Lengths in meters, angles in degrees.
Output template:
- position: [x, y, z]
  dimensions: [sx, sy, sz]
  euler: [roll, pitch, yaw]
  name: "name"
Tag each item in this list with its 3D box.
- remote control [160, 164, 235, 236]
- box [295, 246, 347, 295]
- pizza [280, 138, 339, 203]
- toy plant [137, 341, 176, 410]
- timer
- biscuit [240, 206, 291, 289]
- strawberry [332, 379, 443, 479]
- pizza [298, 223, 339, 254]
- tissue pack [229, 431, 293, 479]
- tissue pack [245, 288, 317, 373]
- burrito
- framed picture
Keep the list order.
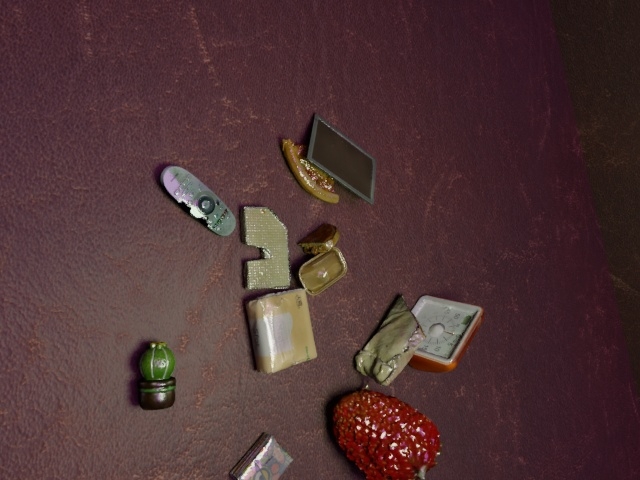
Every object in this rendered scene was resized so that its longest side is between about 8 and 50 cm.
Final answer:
- position: [-0.339, -0.106, 1.342]
  dimensions: [0.256, 0.045, 0.097]
  euler: [46, 63, -25]
  name: "remote control"
- position: [0.002, 0.095, 1.514]
  dimensions: [0.177, 0.111, 0.111]
  euler: [-33, 103, -33]
  name: "box"
- position: [-0.027, -0.227, 1.562]
  dimensions: [0.134, 0.056, 0.271]
  euler: [-41, 107, -31]
  name: "pizza"
- position: [-0.410, 0.337, 1.212]
  dimensions: [0.092, 0.092, 0.163]
  euler: [1, 81, -34]
  name: "toy plant"
- position: [0.423, 0.332, 1.683]
  dimensions: [0.257, 0.250, 0.161]
  euler: [-48, 111, -29]
  name: "timer"
- position: [-0.166, 0.023, 1.442]
  dimensions: [0.147, 0.046, 0.250]
  euler: [-3, 87, -33]
  name: "biscuit"
- position: [0.205, 0.593, 1.517]
  dimensions: [0.292, 0.292, 0.343]
  euler: [-35, 89, -32]
  name: "strawberry"
- position: [0.001, 0.000, 1.528]
  dimensions: [0.175, 0.134, 0.046]
  euler: [-73, 141, -64]
  name: "pizza"
- position: [-0.164, 0.638, 1.360]
  dimensions: [0.148, 0.060, 0.109]
  euler: [-44, 110, -29]
  name: "tissue pack"
- position: [-0.114, 0.261, 1.421]
  dimensions: [0.186, 0.090, 0.222]
  euler: [-7, 89, -37]
  name: "tissue pack"
- position: [0.258, 0.335, 1.621]
  dimensions: [0.348, 0.175, 0.107]
  euler: [-49, 136, -29]
  name: "burrito"
- position: [0.076, -0.271, 1.618]
  dimensions: [0.293, 0.018, 0.231]
  euler: [32, 47, -27]
  name: "framed picture"
